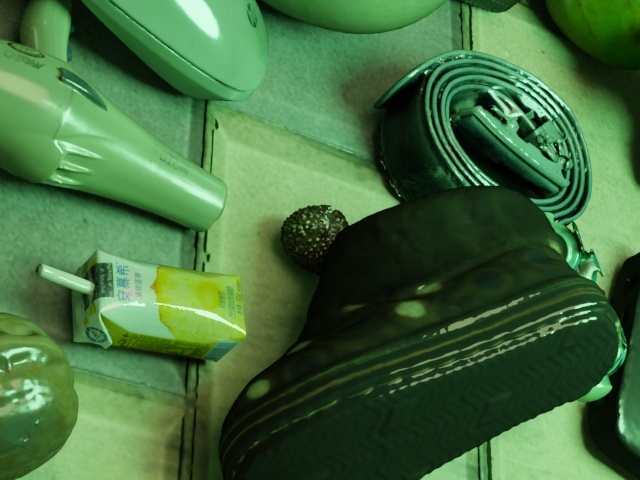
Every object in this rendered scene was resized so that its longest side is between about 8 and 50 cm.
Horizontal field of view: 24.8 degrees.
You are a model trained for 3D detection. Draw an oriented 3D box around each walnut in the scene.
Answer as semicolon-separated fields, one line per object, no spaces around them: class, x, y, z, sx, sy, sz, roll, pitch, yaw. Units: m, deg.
walnut;-0.270;0.124;1.140;0.162;0.140;0.140;-1;65;-46

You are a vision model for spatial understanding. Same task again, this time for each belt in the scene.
belt;0.178;-0.102;1.599;0.267;0.116;0.206;24;57;-26

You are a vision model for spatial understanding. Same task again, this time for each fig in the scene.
fig;0.375;-0.308;1.829;0.181;0.181;0.191;-36;112;-42

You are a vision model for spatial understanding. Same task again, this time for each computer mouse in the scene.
computer mouse;-0.147;-0.254;1.415;0.288;0.097;0.159;46;37;-34

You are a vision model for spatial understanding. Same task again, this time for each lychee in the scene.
lychee;0.000;0.000;1.446;0.083;0.068;0.067;16;55;-7

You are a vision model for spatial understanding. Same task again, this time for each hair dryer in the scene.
hair dryer;-0.202;-0.130;1.372;0.296;0.119;0.298;42;35;-17

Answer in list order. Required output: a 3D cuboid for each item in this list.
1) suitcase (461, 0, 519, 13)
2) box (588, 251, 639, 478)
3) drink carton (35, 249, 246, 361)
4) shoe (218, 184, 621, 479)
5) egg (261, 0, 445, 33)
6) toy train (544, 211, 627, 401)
suitcase;0.174;-0.439;1.780;0.202;0.128;0.312;14;58;-29
box;0.438;0.177;1.655;0.289;0.073;0.290;34;50;-16
drink carton;-0.168;0.057;1.289;0.200;0.074;0.084;12;58;-29
shoe;0.062;0.089;1.341;0.384;0.171;0.237;-25;45;-8
egg;-0.001;-0.361;1.524;0.352;0.258;0.258;35;49;-24
toy train;0.215;0.078;1.489;0.112;0.163;0.203;35;35;-62
